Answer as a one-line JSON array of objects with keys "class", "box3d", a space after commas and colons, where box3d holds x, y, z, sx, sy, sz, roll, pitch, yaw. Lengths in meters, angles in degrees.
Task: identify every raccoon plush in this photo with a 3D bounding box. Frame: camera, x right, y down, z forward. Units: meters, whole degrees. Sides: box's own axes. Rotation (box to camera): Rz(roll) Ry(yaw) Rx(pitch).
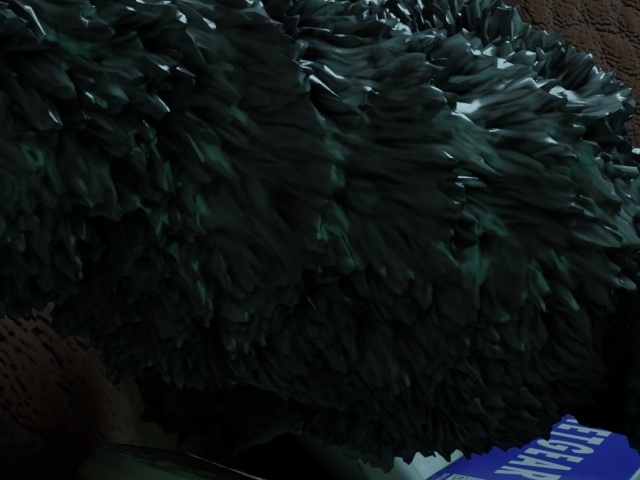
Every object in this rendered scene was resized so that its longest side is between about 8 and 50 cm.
[{"class": "raccoon plush", "box3d": [0.019, -0.033, 0.621, 0.299, 0.446, 0.216, 21, 73, -57]}]

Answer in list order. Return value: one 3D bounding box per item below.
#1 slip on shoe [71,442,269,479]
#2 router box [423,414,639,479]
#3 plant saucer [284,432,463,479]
[{"class": "slip on shoe", "box3d": [-0.029, 0.156, 0.787, 0.331, 0.123, 0.101, 35, 72, -71]}, {"class": "router box", "box3d": [0.107, 0.251, 0.900, 0.335, 0.082, 0.301, -4, 100, -72]}, {"class": "plant saucer", "box3d": [0.000, 0.000, 1.032, 0.400, 0.100, 0.400, 58, 20, -35]}]
